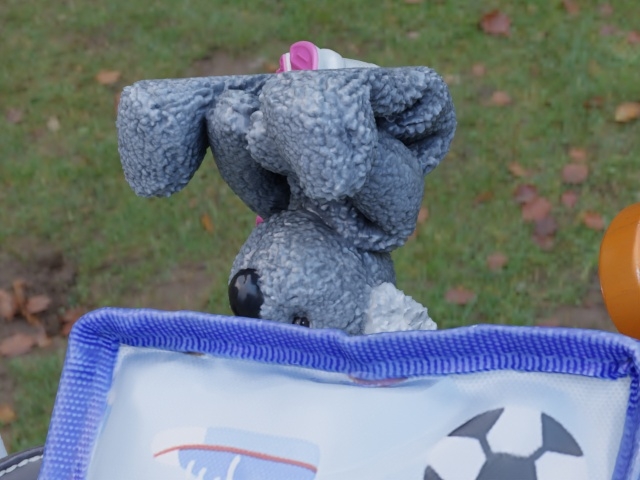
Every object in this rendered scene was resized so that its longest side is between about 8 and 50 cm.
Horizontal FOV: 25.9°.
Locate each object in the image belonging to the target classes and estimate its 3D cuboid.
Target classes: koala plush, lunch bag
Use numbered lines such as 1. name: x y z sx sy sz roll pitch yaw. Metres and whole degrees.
1. koala plush: 0.000 0.000 0.907 0.196 0.221 0.203 2 8 41
2. lunch bag: 0.027 0.249 0.501 0.239 0.328 0.385 0 73 27

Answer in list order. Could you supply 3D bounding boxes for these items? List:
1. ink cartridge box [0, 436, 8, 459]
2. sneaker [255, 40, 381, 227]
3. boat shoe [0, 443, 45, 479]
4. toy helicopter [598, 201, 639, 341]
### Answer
1. ink cartridge box: -0.282 0.226 0.963 0.127 0.128 0.176 -3 65 -57
2. sneaker: 0.018 -0.035 1.149 0.111 0.252 0.103 0 22 -23
3. boat shoe: -0.161 0.166 0.517 0.103 0.092 0.285 49 44 3
4. toy helicopter: 0.320 0.019 0.719 0.140 0.355 0.235 -23 34 52
